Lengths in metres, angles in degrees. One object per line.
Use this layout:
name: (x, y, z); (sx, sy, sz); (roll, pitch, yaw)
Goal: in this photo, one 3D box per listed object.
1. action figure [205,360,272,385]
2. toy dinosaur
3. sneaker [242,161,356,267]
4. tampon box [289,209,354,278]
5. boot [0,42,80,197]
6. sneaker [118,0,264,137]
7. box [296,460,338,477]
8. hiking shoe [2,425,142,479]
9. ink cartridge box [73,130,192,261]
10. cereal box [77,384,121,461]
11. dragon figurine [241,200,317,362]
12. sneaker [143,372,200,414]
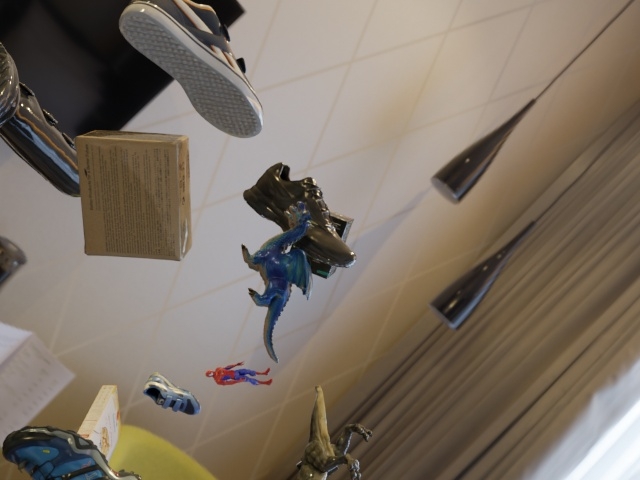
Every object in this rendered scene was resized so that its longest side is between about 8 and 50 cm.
action figure: (-0.140, 0.229, 1.030); (0.115, 0.030, 0.038); (6, 46, -24)
toy dinosaur: (0.016, 0.344, 0.975); (0.064, 0.118, 0.268); (51, 35, -37)
sneaker: (-0.029, -0.055, 1.232); (0.286, 0.130, 0.109); (40, 6, 17)
tampon box: (0.000, 0.000, 1.576); (0.121, 0.161, 0.101); (21, 11, 9)
boot: (-0.600, -0.217, 1.221); (0.367, 0.146, 0.445); (48, -14, 30)
sneaker: (-0.203, -0.325, 1.080); (0.126, 0.127, 0.321); (-12, -39, 32)
box: (-0.008, 0.560, 1.493); (0.067, 0.083, 0.018); (57, -10, 10)
hiking shoe: (-0.445, 0.448, 1.094); (0.304, 0.113, 0.132); (35, 25, -13)
ink cartridge box: (-0.352, -0.086, 1.156); (0.193, 0.234, 0.088); (5, 21, 3)
cereal box: (-0.604, 0.536, 1.648); (0.240, 0.047, 0.172); (-95, -173, -68)
dragon figurine: (-0.059, 0.065, 1.096); (0.085, 0.144, 0.289); (83, -4, -70)
sneaker: (-0.346, 0.366, 1.393); (0.144, 0.053, 0.059); (29, 22, 3)
